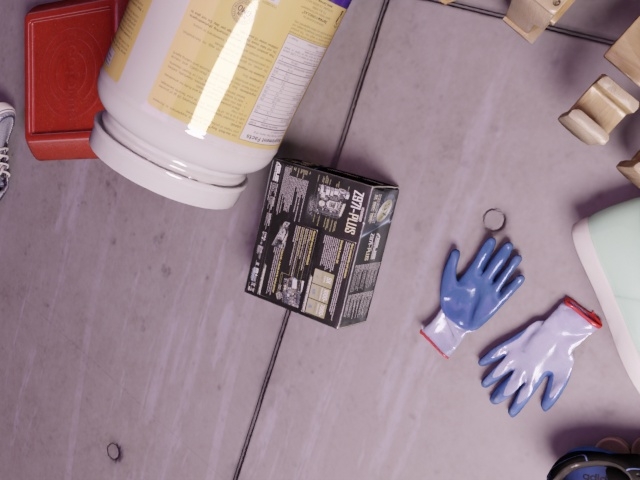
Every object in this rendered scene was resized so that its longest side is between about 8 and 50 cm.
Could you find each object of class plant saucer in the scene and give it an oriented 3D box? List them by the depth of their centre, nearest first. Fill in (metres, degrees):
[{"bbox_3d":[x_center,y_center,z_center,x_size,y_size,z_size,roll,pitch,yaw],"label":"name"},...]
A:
[{"bbox_3d":[-0.376,-0.257,1.195,0.259,0.048,0.258,2,93,30],"label":"plant saucer"}]

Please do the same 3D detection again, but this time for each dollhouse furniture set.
[{"bbox_3d":[0.311,-0.196,0.751,0.242,0.161,0.212,41,101,3],"label":"dollhouse furniture set"}]

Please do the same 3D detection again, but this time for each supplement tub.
[{"bbox_3d":[-0.125,-0.230,0.936,0.241,0.241,0.331,37,109,24],"label":"supplement tub"}]

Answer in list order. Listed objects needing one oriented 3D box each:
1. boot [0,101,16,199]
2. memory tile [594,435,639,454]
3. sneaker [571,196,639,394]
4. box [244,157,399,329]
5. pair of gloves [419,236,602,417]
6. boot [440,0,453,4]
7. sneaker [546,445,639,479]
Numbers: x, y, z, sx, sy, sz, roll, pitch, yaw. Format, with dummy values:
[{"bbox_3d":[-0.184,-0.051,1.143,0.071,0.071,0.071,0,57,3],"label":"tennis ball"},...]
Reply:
[{"bbox_3d":[-0.547,-0.138,1.295,0.086,0.069,0.190,48,121,13],"label":"boot"},{"bbox_3d":[0.356,0.277,0.801,0.113,0.012,0.148,-12,85,30],"label":"memory tile"},{"bbox_3d":[0.363,0.067,0.739,0.151,0.094,0.256,-31,74,33],"label":"sneaker"},{"bbox_3d":[0.000,0.000,0.963,0.147,0.077,0.180,18,101,29],"label":"box"},{"bbox_3d":[0.208,0.096,0.877,0.198,0.023,0.159,43,110,21],"label":"pair of gloves"},{"bbox_3d":[0.212,-0.421,0.821,0.269,0.089,0.236,-20,75,33],"label":"boot"},{"bbox_3d":[0.340,0.247,0.749,0.232,0.090,0.081,-8,87,30],"label":"sneaker"}]
